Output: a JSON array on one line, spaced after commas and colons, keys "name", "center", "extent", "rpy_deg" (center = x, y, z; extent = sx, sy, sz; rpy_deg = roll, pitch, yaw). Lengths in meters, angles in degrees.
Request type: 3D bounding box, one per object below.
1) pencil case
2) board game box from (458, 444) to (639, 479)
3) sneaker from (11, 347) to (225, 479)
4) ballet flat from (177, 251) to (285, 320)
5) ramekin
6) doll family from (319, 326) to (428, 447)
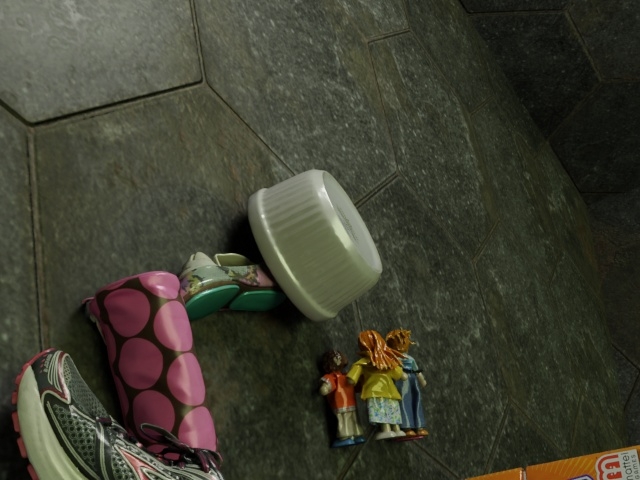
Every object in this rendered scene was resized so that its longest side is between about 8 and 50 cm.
[{"name": "pencil case", "center": [-0.168, 0.140, 0.686], "extent": [0.095, 0.098, 0.209], "rpy_deg": [126, -51, -74]}, {"name": "board game box", "center": [0.377, 0.573, 0.973], "extent": [0.356, 0.356, 0.356], "rpy_deg": [50, 33, -27]}, {"name": "sneaker", "center": [-0.142, 0.207, 0.580], "extent": [0.299, 0.112, 0.121], "rpy_deg": [47, -8, 7]}, {"name": "ballet flat", "center": [-0.122, 0.051, 0.838], "extent": [0.079, 0.077, 0.221], "rpy_deg": [57, 23, 18]}, {"name": "ramekin", "center": [0.000, 0.000, 0.950], "extent": [0.207, 0.109, 0.207], "rpy_deg": [56, 14, -22]}, {"name": "doll family", "center": [0.108, 0.214, 1.028], "extent": [0.263, 0.118, 0.163], "rpy_deg": [18, 57, -51]}]
